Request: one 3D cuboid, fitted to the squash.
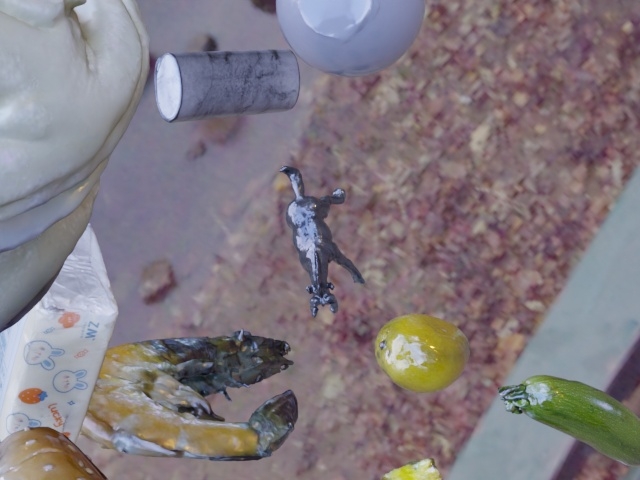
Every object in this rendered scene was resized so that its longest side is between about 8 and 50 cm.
[{"bbox_3d":[0.352,0.231,1.694,0.080,0.318,0.071,7,73,52],"label":"squash"}]

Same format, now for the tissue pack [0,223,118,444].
[{"bbox_3d":[-0.273,0.095,1.321,0.148,0.092,0.196,64,142,45],"label":"tissue pack"}]

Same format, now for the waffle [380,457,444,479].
[{"bbox_3d":[0.106,0.300,1.049,0.055,0.211,0.160,-18,22,-2],"label":"waffle"}]

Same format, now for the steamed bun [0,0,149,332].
[{"bbox_3d":[-0.254,-0.047,0.839,0.346,0.237,0.394,-34,13,-26],"label":"steamed bun"}]

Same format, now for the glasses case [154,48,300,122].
[{"bbox_3d":[-0.151,-0.263,2.218,0.060,0.299,0.114,5,100,39],"label":"glasses case"}]

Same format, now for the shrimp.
[{"bbox_3d":[-0.130,0.186,1.636,0.272,0.445,0.085,20,105,25],"label":"shrimp"}]

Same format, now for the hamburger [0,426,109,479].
[{"bbox_3d":[-0.161,0.270,0.968,0.146,0.286,0.243,-36,4,-17],"label":"hamburger"}]

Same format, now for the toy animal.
[{"bbox_3d":[0.000,0.000,1.987,0.084,0.148,0.233,-14,80,11],"label":"toy animal"}]

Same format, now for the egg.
[{"bbox_3d":[0.040,-0.284,1.581,0.176,0.232,0.176,3,100,18],"label":"egg"}]

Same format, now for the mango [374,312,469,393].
[{"bbox_3d":[0.159,0.166,1.971,0.137,0.195,0.098,33,108,28],"label":"mango"}]
